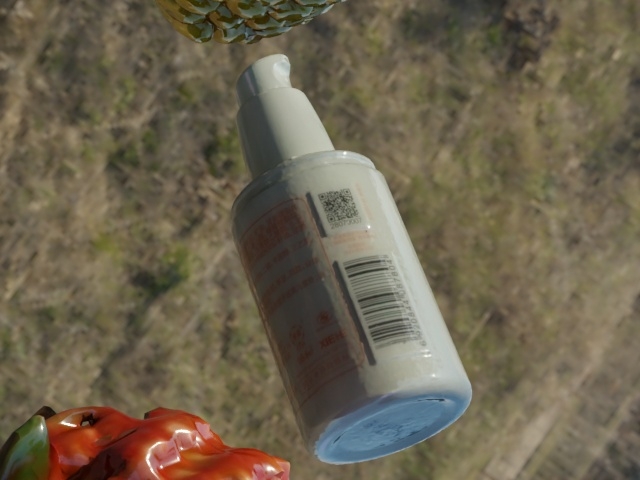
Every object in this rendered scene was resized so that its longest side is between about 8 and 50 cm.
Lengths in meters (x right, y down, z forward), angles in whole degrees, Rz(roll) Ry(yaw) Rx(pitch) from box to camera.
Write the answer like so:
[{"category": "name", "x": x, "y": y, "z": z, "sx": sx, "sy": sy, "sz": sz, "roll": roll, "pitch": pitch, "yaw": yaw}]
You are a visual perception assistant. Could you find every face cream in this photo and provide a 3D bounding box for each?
[{"category": "face cream", "x": 0.000, "y": 0.000, "z": 0.851, "sx": 0.101, "sy": 0.252, "sz": 0.101, "roll": -17, "pitch": 154, "yaw": -9}]

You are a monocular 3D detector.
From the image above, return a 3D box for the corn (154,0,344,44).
[{"category": "corn", "x": 0.055, "y": -0.201, "z": 0.499, "sx": 0.387, "sy": 0.144, "sz": 0.144, "roll": -31, "pitch": -175, "yaw": 39}]

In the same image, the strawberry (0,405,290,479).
[{"category": "strawberry", "x": -0.072, "y": 0.249, "z": 0.529, "sx": 0.312, "sy": 0.351, "sz": 0.267, "roll": -27, "pitch": 157, "yaw": -43}]
